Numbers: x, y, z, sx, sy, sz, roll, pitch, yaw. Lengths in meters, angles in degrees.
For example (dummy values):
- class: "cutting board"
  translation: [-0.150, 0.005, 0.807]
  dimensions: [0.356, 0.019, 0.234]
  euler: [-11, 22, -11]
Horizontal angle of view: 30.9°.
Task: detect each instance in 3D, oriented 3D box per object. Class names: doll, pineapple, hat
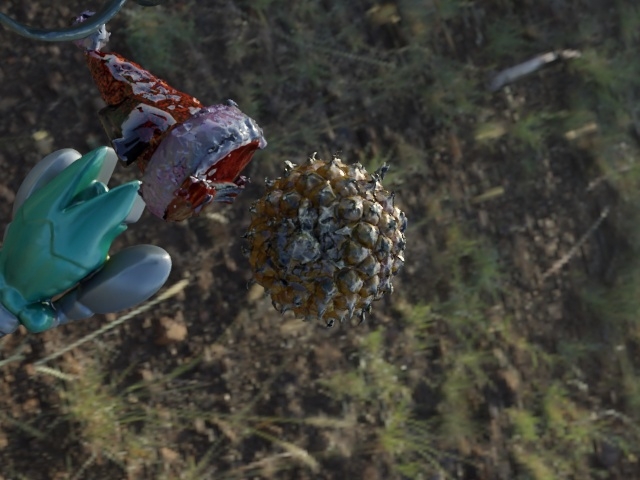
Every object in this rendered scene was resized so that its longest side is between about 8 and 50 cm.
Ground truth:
- class: "doll"
  translation: [-0.293, 0.001, 1.263]
  dimensions: [0.153, 0.258, 0.195]
  euler: [-6, 77, -80]
- class: "pineapple"
  translation: [-0.004, 0.001, 1.113]
  dimensions: [0.137, 0.161, 0.176]
  euler: [-18, 125, -77]
- class: "hat"
  translation: [-0.157, -0.115, 1.037]
  dimensions: [0.227, 0.129, 0.140]
  euler: [48, 32, 6]

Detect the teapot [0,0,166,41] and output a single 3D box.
- class: "teapot"
  translation: [-0.150, -0.244, 0.743]
  dimensions: [0.149, 0.162, 0.239]
  euler: [19, 95, -36]
